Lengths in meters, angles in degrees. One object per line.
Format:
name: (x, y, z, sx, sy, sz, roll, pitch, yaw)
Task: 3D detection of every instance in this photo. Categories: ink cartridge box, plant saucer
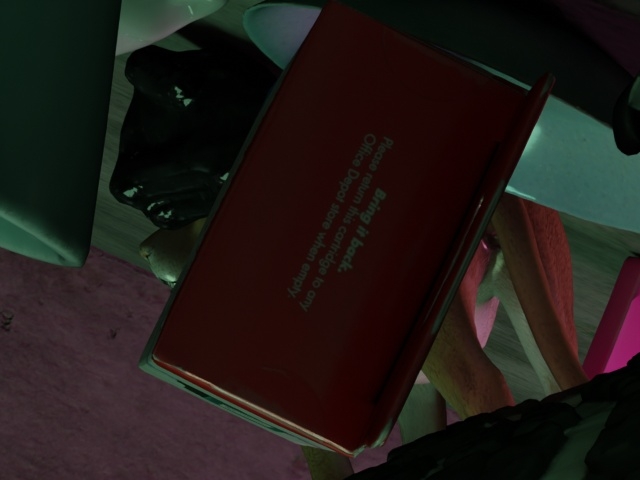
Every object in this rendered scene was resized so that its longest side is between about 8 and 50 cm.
ink cartridge box: (0.000, 0.000, 0.674, 0.078, 0.134, 0.231, 26, 172, -4)
plant saucer: (0.065, -0.058, 0.724, 0.195, 0.037, 0.195, 25, 173, 3)

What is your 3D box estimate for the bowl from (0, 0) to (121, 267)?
bowl: (-0.168, -0.129, 0.492, 0.311, 0.163, 0.311, 25, 172, 4)

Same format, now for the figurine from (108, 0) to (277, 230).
figurine: (-0.071, -0.083, 0.874, 0.215, 0.092, 0.209, 30, 163, -31)

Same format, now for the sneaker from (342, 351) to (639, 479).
sneaker: (0.075, 0.126, 0.454, 0.158, 0.182, 0.410, -24, 174, 22)

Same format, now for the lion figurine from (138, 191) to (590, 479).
lion figurine: (0.045, 0.025, 0.960, 0.142, 0.240, 0.392, -2, 170, -30)

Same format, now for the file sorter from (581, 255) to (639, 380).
file sorter: (0.227, 0.185, 0.958, 0.202, 0.290, 0.182, 29, 169, -28)

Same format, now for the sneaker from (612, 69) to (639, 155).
sneaker: (0.139, -0.044, 0.357, 0.151, 0.094, 0.256, 54, 156, 17)
